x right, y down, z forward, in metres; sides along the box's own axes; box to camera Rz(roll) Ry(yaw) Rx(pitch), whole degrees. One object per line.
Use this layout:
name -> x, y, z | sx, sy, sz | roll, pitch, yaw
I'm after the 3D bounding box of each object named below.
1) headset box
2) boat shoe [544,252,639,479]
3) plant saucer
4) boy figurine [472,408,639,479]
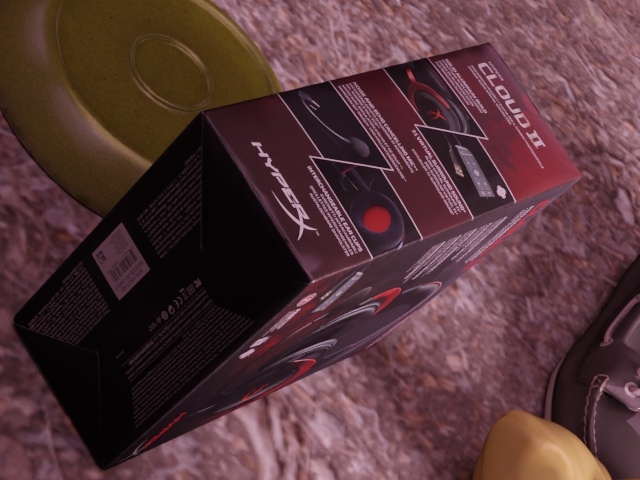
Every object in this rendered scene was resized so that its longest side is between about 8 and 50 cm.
headset box -> 0.000, 0.000, 0.933 | 0.293, 0.218, 0.110 | -20, 73, -49
boat shoe -> 0.257, 0.086, 1.184 | 0.112, 0.095, 0.335 | 42, 39, -5
plant saucer -> -0.109, -0.105, 1.069 | 0.241, 0.037, 0.241 | 23, 45, -25
boy figurine -> 0.202, 0.231, 1.014 | 0.285, 0.092, 0.177 | 44, 66, 2
